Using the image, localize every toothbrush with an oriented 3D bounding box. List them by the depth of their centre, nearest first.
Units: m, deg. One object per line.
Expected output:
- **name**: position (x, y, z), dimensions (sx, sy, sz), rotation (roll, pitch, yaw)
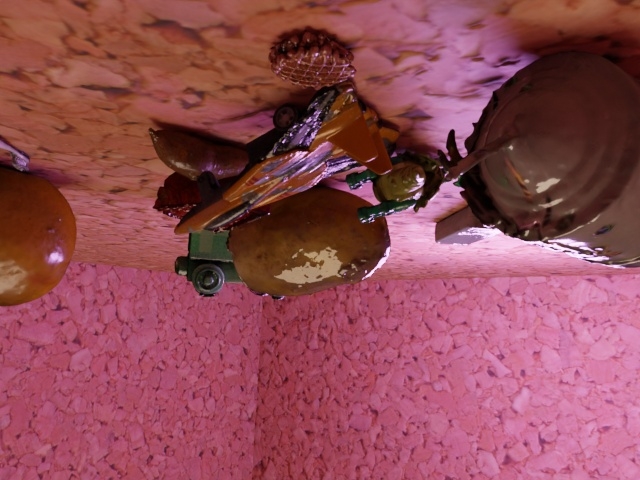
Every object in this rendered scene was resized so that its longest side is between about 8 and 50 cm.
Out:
- **toothbrush**: position (-0.478, -0.149, 0.805), dimensions (0.024, 0.026, 0.288), rotation (0, 171, -8)

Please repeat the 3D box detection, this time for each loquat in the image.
- **loquat**: position (-0.604, -0.009, 1.026), dimensions (0.276, 0.275, 0.284), rotation (-1, 168, 20)

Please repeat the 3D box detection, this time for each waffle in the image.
- **waffle**: position (-0.007, -0.168, 0.535), dimensions (0.075, 0.029, 0.083), rotation (-3, 172, 35)

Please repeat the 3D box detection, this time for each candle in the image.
- **candle**: position (0.239, -0.076, 0.542), dimensions (0.330, 0.187, 0.187), rotation (11, 168, -38)

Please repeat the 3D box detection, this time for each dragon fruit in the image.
- **dragon fruit**: position (-0.168, -0.086, 0.879), dimensions (0.121, 0.127, 0.161), rotation (-24, 155, 31)

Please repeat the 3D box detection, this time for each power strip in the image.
- **power strip**: position (0.336, -0.033, 1.234), dimensions (0.093, 0.053, 0.288), rotation (5, 171, -7)

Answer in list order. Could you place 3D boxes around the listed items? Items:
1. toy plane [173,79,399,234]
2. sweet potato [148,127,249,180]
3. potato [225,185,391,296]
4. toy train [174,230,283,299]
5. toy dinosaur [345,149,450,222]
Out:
- **toy plane**: position (-0.066, -0.090, 0.718), dimensions (0.316, 0.102, 0.204), rotation (-18, 162, 23)
- **sweet potato**: position (-0.155, -0.114, 0.819), dimensions (0.226, 0.068, 0.068), rotation (7, 171, -42)
- **potato**: position (0.000, 0.000, 1.069), dimensions (0.266, 0.229, 0.229), rotation (-3, 170, 32)
- **toy train**: position (-0.166, 0.021, 1.253), dimensions (0.301, 0.202, 0.120), rotation (5, -170, -17)
- **toy dinosaur**: position (0.106, -0.077, 0.783), dimensions (0.153, 0.094, 0.259), rotation (-20, 180, 14)
